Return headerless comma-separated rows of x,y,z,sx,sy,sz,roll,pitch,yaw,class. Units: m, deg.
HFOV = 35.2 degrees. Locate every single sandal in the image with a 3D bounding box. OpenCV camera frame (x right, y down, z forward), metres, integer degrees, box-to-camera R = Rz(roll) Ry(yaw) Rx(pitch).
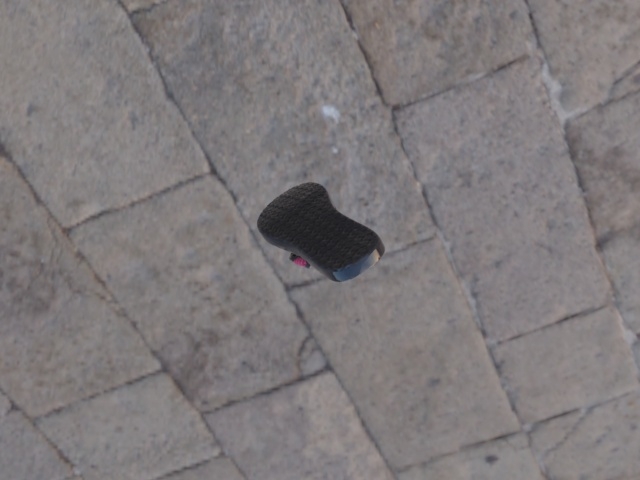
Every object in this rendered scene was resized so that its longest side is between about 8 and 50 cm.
0.000,0.000,0.815,0.067,0.179,0.040,-37,120,-8,sandal
